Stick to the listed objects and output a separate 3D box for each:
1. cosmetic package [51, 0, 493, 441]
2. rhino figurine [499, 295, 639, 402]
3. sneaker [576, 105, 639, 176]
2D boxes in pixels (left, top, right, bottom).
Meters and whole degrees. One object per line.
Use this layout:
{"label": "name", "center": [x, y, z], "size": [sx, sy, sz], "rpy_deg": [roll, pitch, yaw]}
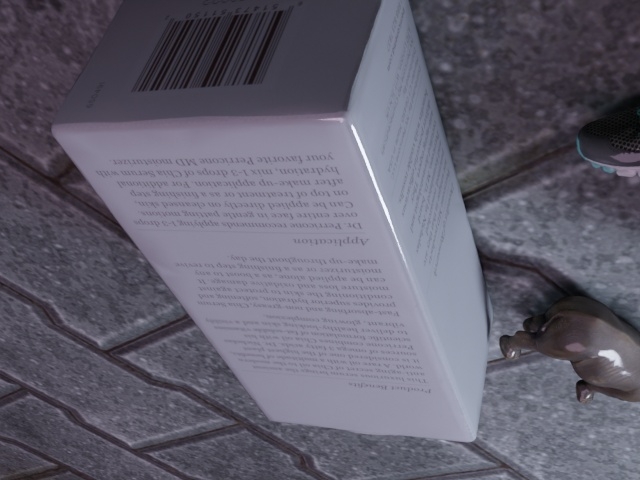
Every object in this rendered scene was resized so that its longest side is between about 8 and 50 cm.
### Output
{"label": "cosmetic package", "center": [0.000, 0.000, 0.747], "size": [0.230, 0.161, 0.453], "rpy_deg": [1, 143, 22]}
{"label": "rhino figurine", "center": [0.310, 0.129, 0.873], "size": [0.243, 0.073, 0.106], "rpy_deg": [28, 148, -18]}
{"label": "sneaker", "center": [0.262, -0.094, 0.595], "size": [0.166, 0.065, 0.076], "rpy_deg": [-9, 131, 22]}
